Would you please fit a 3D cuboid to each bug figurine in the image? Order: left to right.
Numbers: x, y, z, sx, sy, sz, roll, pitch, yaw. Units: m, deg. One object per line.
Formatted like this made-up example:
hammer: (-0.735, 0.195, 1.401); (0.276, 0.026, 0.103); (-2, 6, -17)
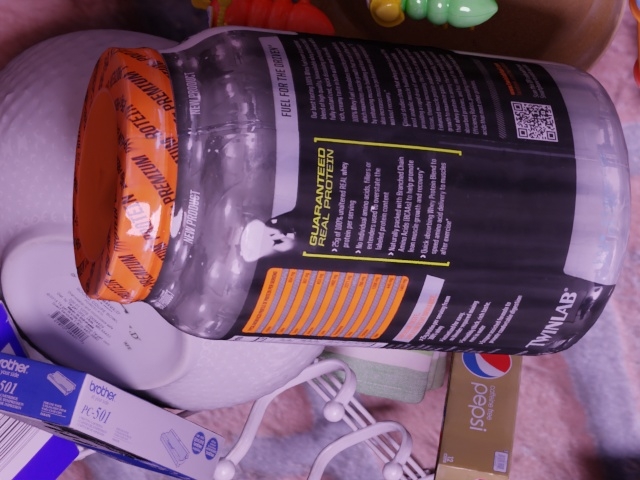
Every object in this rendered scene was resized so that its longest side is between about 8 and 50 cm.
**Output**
bug figurine: (0.014, -0.218, 1.156); (0.216, 0.072, 0.279); (7, 133, 7)

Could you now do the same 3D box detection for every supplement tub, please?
supplement tub: (0.017, -0.032, 1.171); (0.338, 0.207, 0.207); (5, 137, -20)

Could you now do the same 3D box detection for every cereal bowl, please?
cereal bowl: (-0.144, 0.012, 1.369); (0.339, 0.141, 0.339); (14, 135, 14)

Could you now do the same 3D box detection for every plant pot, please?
plant pot: (0.097, -0.189, 1.235); (0.236, 0.032, 0.236); (7, 133, 7)

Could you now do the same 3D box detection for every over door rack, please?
over door rack: (-0.066, 0.226, 1.581); (0.324, 0.108, 0.239); (-14, 139, 25)

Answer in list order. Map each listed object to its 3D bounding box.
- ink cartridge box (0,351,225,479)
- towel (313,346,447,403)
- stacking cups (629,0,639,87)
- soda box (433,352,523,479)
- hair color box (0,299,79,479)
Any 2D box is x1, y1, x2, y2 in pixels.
ink cartridge box: (-0.170, 0.142, 1.390); (0.097, 0.046, 0.207); (10, 166, 30)
towel: (0.000, 0.000, 1.434); (0.247, 0.038, 0.325); (12, 136, 4)
stacking cups: (0.247, -0.182, 1.160); (0.096, 0.096, 0.316); (0, 132, 14)
soda box: (0.129, 0.136, 1.425); (0.058, 0.181, 0.061); (10, 134, 4)
hair color box: (-0.375, 0.100, 1.474); (0.338, 0.110, 0.185); (17, 141, 36)
